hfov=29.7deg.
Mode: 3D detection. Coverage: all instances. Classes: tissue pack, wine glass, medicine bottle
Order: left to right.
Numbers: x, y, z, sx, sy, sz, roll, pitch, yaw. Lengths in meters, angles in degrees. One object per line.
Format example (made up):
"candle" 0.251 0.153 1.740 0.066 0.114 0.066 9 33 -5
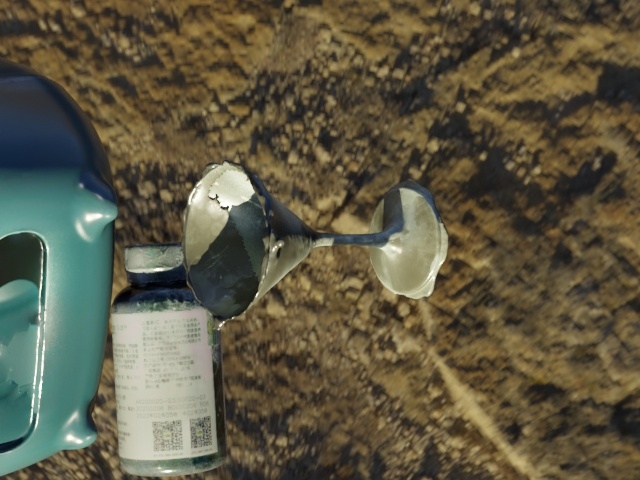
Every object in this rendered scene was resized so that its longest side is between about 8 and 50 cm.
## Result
"tissue pack" -0.247 0.027 0.818 0.198 0.288 0.206 -14 34 -43
"medicine bottle" -0.197 0.148 1.561 0.141 0.141 0.293 -3 91 -5
"wine glass" 0.000 0.000 1.162 0.232 0.156 0.156 1 69 -37
